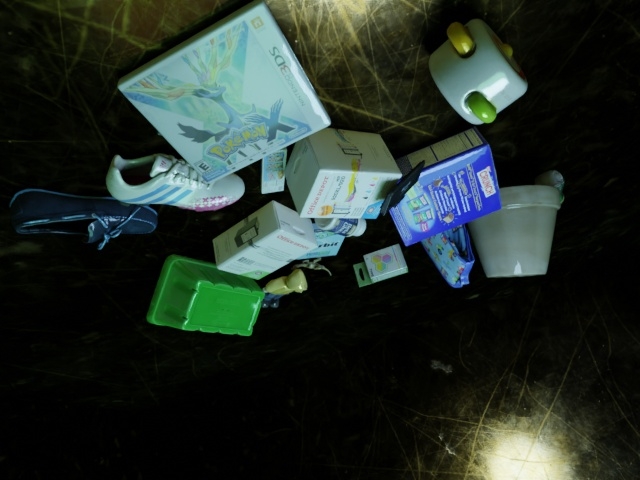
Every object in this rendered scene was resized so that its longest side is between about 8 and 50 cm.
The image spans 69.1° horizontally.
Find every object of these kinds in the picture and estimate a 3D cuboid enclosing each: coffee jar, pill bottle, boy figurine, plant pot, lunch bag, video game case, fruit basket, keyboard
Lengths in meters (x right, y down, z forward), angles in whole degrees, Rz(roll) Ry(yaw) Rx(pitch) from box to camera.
[{"bbox_3d":[0.840,-0.179,1.707,0.096,0.079,0.184,-24,150,16],"label":"coffee jar"},{"bbox_3d":[0.070,-0.064,1.514,0.169,0.094,0.094,15,140,-44],"label":"pill bottle"},{"bbox_3d":[-0.135,0.192,1.859,0.177,0.092,0.285,7,155,-37],"label":"boy figurine"},{"bbox_3d":[0.655,-0.017,1.594,0.323,0.280,0.323,-2,173,0],"label":"plant pot"},{"bbox_3d":[0.456,0.024,1.657,0.138,0.293,0.221,-13,153,-4],"label":"lunch bag"},{"bbox_3d":[-0.186,-0.286,0.969,0.329,0.036,0.300,-23,138,14],"label":"video game case"},{"bbox_3d":[-0.441,0.206,1.664,0.392,0.282,0.392,19,180,0],"label":"fruit basket"},{"bbox_3d":[0.211,-0.133,1.215,0.180,0.023,0.108,-42,158,-34],"label":"keyboard"}]

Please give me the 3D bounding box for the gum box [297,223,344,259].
[{"bbox_3d":[0.000,0.000,1.654,0.157,0.041,0.184,-6,152,-17],"label":"gum box"}]

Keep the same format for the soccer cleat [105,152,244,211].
[{"bbox_3d":[-0.342,-0.146,1.132,0.331,0.116,0.143,-3,150,-21],"label":"soccer cleat"}]

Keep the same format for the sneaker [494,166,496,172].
[{"bbox_3d":[0.505,-0.185,1.535,0.066,0.071,0.188,-2,149,-24],"label":"sneaker"}]

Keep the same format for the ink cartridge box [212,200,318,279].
[{"bbox_3d":[-0.177,0.008,1.499,0.273,0.114,0.198,-30,150,26],"label":"ink cartridge box"}]

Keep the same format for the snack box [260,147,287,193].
[{"bbox_3d":[-0.128,-0.190,1.259,0.064,0.022,0.178,-9,152,-13],"label":"snack box"}]

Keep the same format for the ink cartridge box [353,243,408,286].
[{"bbox_3d":[0.239,0.103,1.892,0.209,0.108,0.062,-18,152,7],"label":"ink cartridge box"}]

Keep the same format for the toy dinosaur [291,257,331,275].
[{"bbox_3d":[-0.022,0.097,1.832,0.183,0.053,0.093,9,160,-25],"label":"toy dinosaur"}]

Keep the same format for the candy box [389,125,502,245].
[{"bbox_3d":[0.356,-0.155,1.396,0.317,0.122,0.268,-21,133,12],"label":"candy box"}]

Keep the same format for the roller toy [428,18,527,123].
[{"bbox_3d":[0.341,-0.366,0.997,0.146,0.209,0.191,-36,-179,34],"label":"roller toy"}]

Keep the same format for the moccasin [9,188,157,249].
[{"bbox_3d":[-0.598,-0.039,1.199,0.342,0.116,0.137,3,147,-31],"label":"moccasin"}]

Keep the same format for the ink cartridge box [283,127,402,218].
[{"bbox_3d":[0.051,-0.171,1.207,0.233,0.168,0.171,0,140,-25],"label":"ink cartridge box"}]

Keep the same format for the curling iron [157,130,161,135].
[{"bbox_3d":[-0.236,-0.238,1.088,0.274,0.068,0.035,0,150,-17],"label":"curling iron"}]
